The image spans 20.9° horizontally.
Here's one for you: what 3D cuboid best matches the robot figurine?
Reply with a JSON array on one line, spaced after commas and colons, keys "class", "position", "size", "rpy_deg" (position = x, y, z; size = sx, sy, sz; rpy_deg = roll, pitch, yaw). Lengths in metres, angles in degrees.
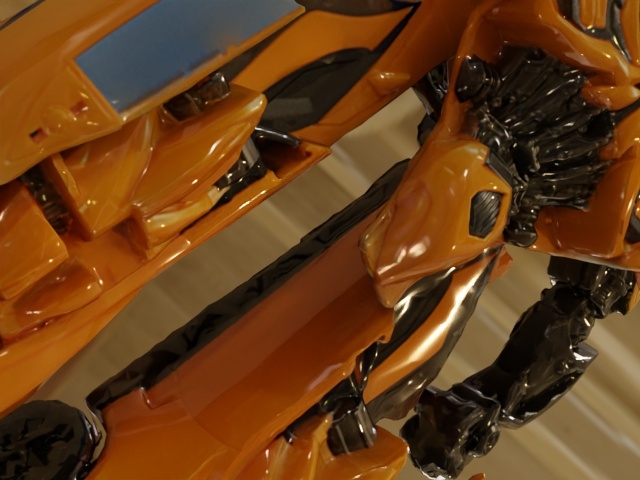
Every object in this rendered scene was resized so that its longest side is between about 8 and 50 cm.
[{"class": "robot figurine", "position": [0.000, 0.000, 0.413], "size": [0.291, 0.085, 0.211], "rpy_deg": [-37, 125, -21]}]
